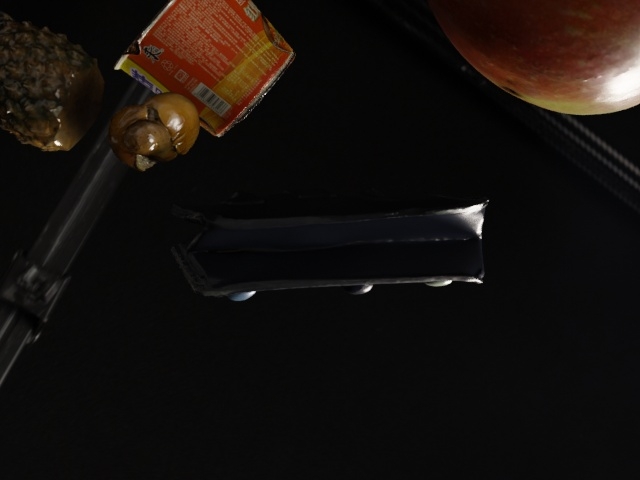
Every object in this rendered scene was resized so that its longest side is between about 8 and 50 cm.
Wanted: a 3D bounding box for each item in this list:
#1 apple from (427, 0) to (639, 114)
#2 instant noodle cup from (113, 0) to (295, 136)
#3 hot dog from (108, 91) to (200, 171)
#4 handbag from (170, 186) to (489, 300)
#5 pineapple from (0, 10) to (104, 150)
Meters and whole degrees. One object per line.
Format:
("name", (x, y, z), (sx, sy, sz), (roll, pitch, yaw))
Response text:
("apple", (0.247, -0.284, 0.806), (0.348, 0.348, 0.277), (-35, -112, -27))
("instant noodle cup", (-0.150, -0.254, 1.257), (0.174, 0.213, 0.213), (42, -115, -14))
("hot dog", (-0.155, -0.102, 0.870), (0.090, 0.140, 0.060), (-24, -96, -10))
("handbag", (0.000, 0.000, 1.046), (0.326, 0.269, 0.118), (-2, -81, -15))
("pineapple", (-0.337, -0.187, 0.902), (0.251, 0.125, 0.125), (29, -113, 1))
